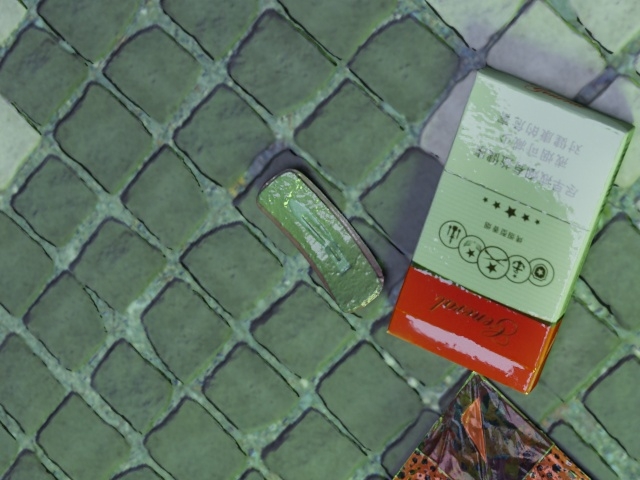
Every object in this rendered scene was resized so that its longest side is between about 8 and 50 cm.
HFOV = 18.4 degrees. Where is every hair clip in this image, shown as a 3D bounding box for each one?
[{"bbox_3d":[0.000,-0.001,1.699,0.054,0.022,0.137,-41,86,26],"label":"hair clip"}]

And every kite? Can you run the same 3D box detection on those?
[{"bbox_3d":[0.141,0.170,1.695,0.222,0.008,0.125,-3,103,24],"label":"kite"}]

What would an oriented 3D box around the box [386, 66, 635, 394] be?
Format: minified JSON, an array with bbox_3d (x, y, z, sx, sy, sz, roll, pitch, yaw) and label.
[{"bbox_3d":[0.154,-0.007,1.626,0.139,0.035,0.245,23,112,15],"label":"box"}]
